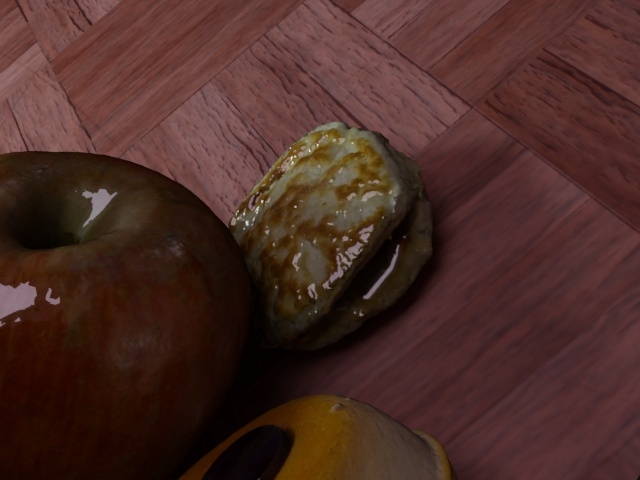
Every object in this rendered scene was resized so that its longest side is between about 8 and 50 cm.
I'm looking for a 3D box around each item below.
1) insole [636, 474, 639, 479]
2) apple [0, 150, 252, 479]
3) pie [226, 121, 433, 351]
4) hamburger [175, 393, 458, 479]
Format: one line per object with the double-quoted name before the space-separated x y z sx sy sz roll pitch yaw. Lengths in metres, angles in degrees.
"insole" 0.196 0.208 0.497 0.080 0.003 0.232 14 66 41
"apple" -0.204 0.079 0.688 0.301 0.301 0.301 -19 48 22
"pie" 0.000 0.000 0.739 0.205 0.084 0.179 -49 40 1
"hamburger" -0.017 0.196 0.525 0.237 0.147 0.237 -32 12 8
